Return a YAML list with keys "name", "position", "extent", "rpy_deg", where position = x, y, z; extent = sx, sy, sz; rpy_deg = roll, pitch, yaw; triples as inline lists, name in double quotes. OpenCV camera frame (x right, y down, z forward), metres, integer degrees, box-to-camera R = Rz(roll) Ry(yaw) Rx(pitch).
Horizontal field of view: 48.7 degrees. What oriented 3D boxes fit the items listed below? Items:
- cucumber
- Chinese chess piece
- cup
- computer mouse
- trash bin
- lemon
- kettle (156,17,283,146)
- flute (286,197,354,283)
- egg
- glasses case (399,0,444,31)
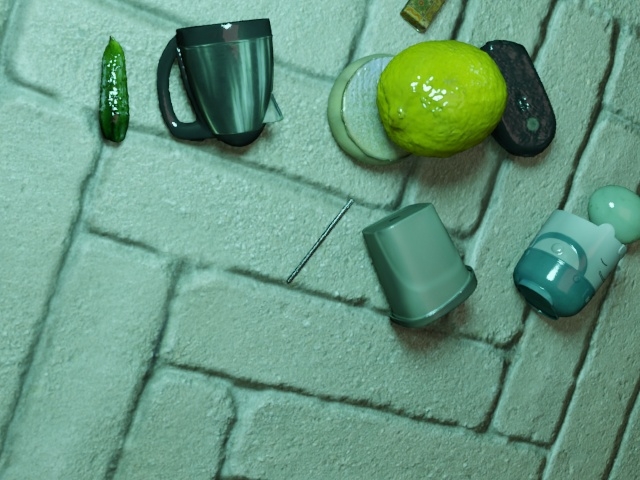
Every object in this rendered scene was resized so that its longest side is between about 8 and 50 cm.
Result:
- name: "cucumber"
  position: [-0.445, -0.326, 1.525]
  extent: [0.069, 0.069, 0.227]
  rpy_deg: [-1, 96, -21]
- name: "Chinese chess piece"
  position: [0.150, -0.318, 1.728]
  extent: [0.270, 0.112, 0.269]
  rpy_deg: [-3, 98, -21]
- name: "cup"
  position: [0.676, 0.081, 1.947]
  extent: [0.257, 0.219, 0.289]
  rpy_deg: [-52, 143, -6]
- name: "computer mouse"
  position: [0.496, -0.368, 1.851]
  extent: [0.183, 0.116, 0.323]
  rpy_deg: [-28, 100, -14]
- name: "trash bin"
  position: [0.237, 0.052, 1.770]
  extent: [0.219, 0.220, 0.250]
  rpy_deg: [-28, 99, -16]
- name: "lemon"
  position: [0.272, -0.319, 1.581]
  extent: [0.322, 0.268, 0.268]
  rpy_deg: [-20, 105, -38]
- name: "kettle"
  position: [-0.212, -0.333, 1.545]
  extent: [0.251, 0.207, 0.271]
  rpy_deg: [-17, 111, -25]
- name: "flute"
  position: [0.000, 0.000, 1.769]
  extent: [0.014, 0.014, 0.269]
  rpy_deg: [41, 82, -21]
- name: "egg"
  position: [0.843, -0.073, 2.006]
  extent: [0.192, 0.149, 0.149]
  rpy_deg: [45, 81, -21]
- name: "glasses case"
  position: [0.287, -0.633, 1.768]
  extent: [0.075, 0.049, 0.218]
  rpy_deg: [35, 85, -15]
